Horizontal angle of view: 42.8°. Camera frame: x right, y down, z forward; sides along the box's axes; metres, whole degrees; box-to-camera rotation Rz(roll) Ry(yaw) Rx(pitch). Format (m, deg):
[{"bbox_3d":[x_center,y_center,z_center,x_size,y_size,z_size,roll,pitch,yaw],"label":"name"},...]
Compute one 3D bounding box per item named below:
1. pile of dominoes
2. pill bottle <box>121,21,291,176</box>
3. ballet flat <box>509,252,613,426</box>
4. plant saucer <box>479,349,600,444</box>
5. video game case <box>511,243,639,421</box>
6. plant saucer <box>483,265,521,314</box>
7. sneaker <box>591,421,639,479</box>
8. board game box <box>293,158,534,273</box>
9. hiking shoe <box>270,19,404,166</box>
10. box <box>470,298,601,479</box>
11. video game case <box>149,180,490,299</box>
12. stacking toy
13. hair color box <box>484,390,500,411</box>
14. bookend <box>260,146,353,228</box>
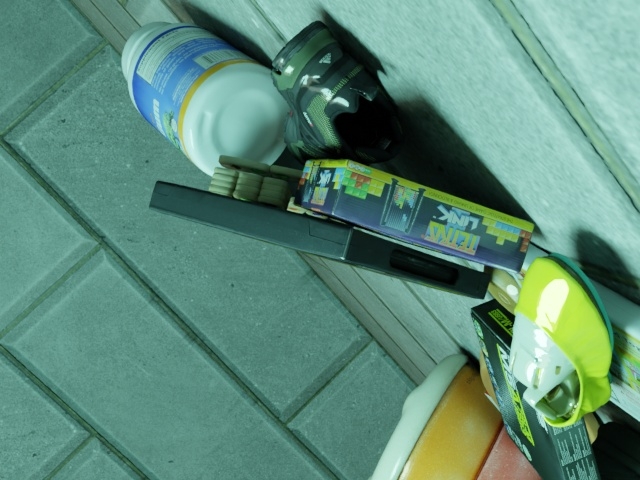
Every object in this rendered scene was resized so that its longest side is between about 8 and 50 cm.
[{"bbox_3d":[-0.003,-0.035,0.967,0.251,0.040,0.196,12,170,7],"label":"pile of dominoes"},{"bbox_3d":[-0.163,-0.199,1.083,0.272,0.152,0.152,40,171,46],"label":"pill bottle"},{"bbox_3d":[0.191,0.096,0.659,0.077,0.077,0.231,44,173,36],"label":"ballet flat"},{"bbox_3d":[0.284,0.216,1.089,0.200,0.037,0.200,44,164,17],"label":"plant saucer"},{"bbox_3d":[0.268,0.107,0.697,0.206,0.026,0.227,51,174,-36],"label":"video game case"},{"bbox_3d":[0.202,0.058,0.878,0.083,0.015,0.083,46,174,6],"label":"plant saucer"},{"bbox_3d":[0.363,0.307,0.845,0.109,0.130,0.286,51,172,-24],"label":"sneaker"},{"bbox_3d":[0.075,-0.023,0.710,0.170,0.048,0.141,17,-178,-15],"label":"board game box"},{"bbox_3d":[0.024,-0.097,0.762,0.114,0.086,0.227,46,175,23],"label":"hiking shoe"},{"bbox_3d":[0.237,0.180,0.904,0.184,0.045,0.190,-116,6,-70],"label":"box"},{"bbox_3d":[0.000,0.000,0.856,0.275,0.035,0.248,14,178,41],"label":"video game case"},{"bbox_3d":[0.342,0.445,1.399,0.480,0.350,0.350,28,168,18],"label":"stacking toy"},{"bbox_3d":[0.337,0.286,1.259,0.167,0.053,0.093,50,172,-20],"label":"hair color box"},{"bbox_3d":[-0.027,-0.072,1.348,0.156,0.072,0.157,46,175,16],"label":"bookend"}]
